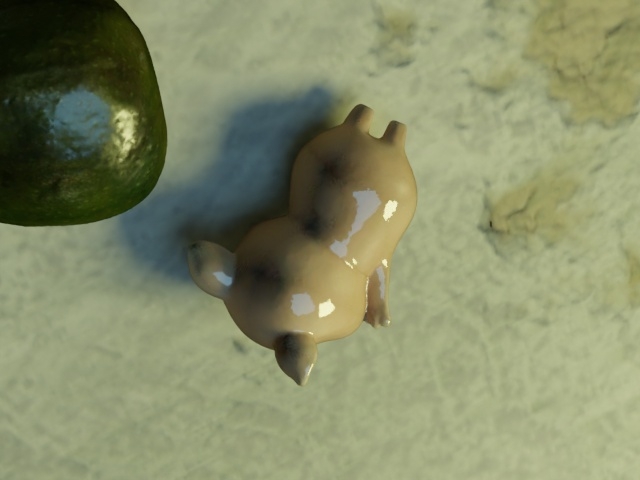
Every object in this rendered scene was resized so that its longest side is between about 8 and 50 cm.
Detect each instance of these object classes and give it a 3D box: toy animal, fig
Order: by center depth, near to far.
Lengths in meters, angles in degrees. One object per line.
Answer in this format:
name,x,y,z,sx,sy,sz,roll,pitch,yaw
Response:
fig,-0.164,-0.059,0.888,0.178,0.117,0.117,-10,116,1
toy animal,-0.002,-0.002,0.983,0.150,0.083,0.089,-60,141,-9
